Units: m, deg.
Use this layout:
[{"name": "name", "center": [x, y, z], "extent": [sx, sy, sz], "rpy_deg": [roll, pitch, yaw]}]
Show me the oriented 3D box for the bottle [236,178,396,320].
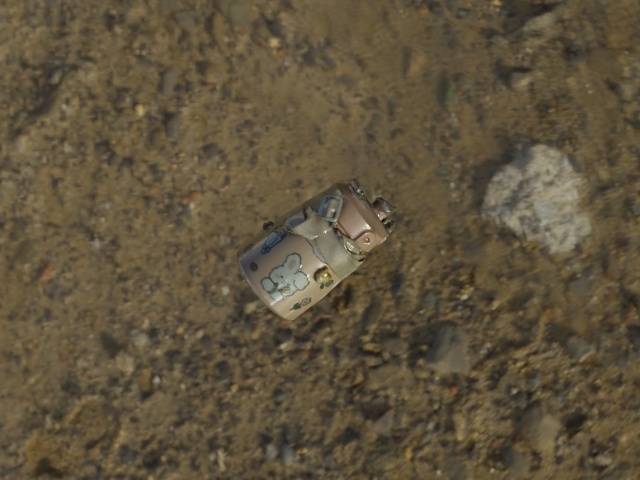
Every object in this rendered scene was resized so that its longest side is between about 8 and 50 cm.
[{"name": "bottle", "center": [0.000, 0.000, 0.950], "extent": [0.152, 0.099, 0.099], "rpy_deg": [-37, 76, 11]}]
